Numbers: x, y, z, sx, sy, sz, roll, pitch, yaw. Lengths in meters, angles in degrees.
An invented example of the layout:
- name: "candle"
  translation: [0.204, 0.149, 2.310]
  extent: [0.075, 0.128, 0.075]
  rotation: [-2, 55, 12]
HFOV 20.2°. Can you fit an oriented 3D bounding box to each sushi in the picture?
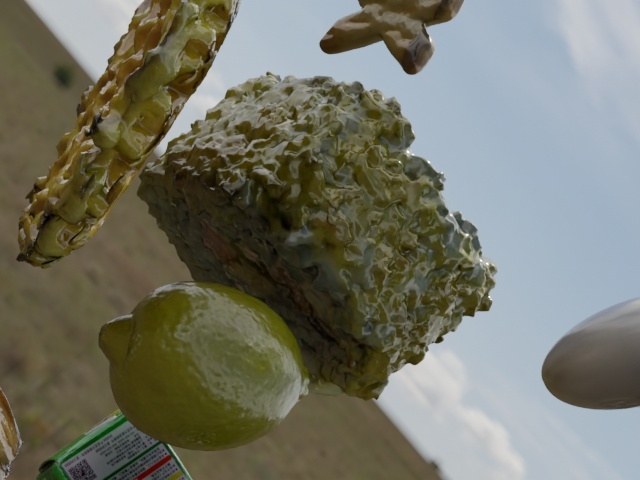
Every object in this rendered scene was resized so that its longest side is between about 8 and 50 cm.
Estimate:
- name: "sushi"
  translation: [0.000, 0.000, 2.127]
  extent: [0.396, 0.240, 0.351]
  rotation: [12, -45, 56]

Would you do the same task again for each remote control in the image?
- name: "remote control"
  translation: [0.381, 0.095, 1.792]
  extent: [0.221, 0.332, 0.103]
  rotation: [82, -8, -74]

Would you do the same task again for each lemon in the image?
- name: "lemon"
  translation: [-0.117, 0.137, 1.917]
  extent: [0.248, 0.184, 0.184]
  rotation: [15, 12, -24]

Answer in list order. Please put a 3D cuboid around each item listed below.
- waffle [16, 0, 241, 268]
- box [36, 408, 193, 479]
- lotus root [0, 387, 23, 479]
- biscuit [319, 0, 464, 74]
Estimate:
- name: "waffle"
  translation: [-0.197, -0.138, 1.866]
  extent: [0.095, 0.380, 0.382]
  rotation: [34, 9, -10]
- name: "box"
  translation: [-0.256, 0.364, 2.490]
  extent: [0.250, 0.180, 0.103]
  rotation: [56, -30, 4]
- name: "lotus root"
  translation: [-0.318, 0.160, 1.515]
  extent: [0.095, 0.159, 0.135]
  rotation: [5, -57, 45]
- name: "biscuit"
  translation: [0.107, -0.324, 2.632]
  extent: [0.208, 0.164, 0.047]
  rotation: [21, -15, 46]
